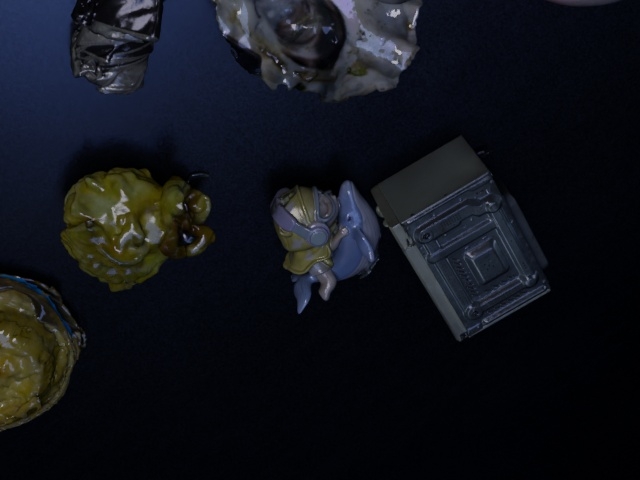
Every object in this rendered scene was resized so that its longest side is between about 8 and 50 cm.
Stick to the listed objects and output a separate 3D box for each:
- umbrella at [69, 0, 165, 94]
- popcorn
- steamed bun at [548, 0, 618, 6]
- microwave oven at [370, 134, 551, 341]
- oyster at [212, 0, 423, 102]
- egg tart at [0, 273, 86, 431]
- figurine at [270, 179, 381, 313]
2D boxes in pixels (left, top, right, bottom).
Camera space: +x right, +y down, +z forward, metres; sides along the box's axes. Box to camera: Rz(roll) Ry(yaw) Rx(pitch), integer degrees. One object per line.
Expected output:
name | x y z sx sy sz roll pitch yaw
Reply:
umbrella | -0.233 -0.354 1.478 0.113 0.106 0.357 15 114 -11
popcorn | -0.255 -0.032 1.638 0.195 0.173 0.168 -27 100 13
steamed bun | 0.298 -0.421 1.475 0.309 0.309 0.309 -6 120 -10
microwave oven | 0.217 -0.004 1.763 0.194 0.145 0.240 -29 121 7
oyster | -0.017 -0.311 1.556 0.351 0.114 0.238 24 119 -19
egg tart | -0.478 0.180 1.719 0.291 0.107 0.290 -6 121 -10
figurine | 0.000 0.000 1.724 0.184 0.128 0.208 20 117 -21
